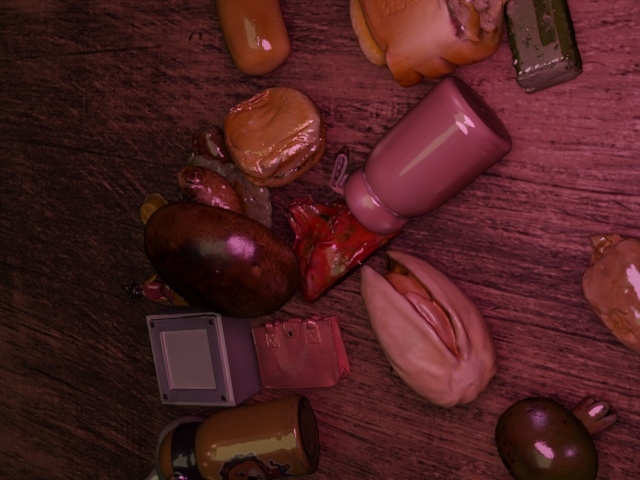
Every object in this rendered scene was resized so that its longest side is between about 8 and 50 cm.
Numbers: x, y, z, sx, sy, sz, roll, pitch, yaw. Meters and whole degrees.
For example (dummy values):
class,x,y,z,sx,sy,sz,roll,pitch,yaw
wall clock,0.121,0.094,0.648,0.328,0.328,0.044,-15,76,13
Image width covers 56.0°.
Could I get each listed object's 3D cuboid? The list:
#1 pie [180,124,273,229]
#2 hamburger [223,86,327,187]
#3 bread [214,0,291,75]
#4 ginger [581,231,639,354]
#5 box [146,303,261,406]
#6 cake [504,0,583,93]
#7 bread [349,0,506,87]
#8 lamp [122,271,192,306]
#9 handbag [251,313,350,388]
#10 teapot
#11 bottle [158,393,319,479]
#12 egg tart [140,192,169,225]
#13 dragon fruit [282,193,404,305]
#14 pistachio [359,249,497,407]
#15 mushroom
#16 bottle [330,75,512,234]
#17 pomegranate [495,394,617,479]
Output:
class,x,y,z,sx,sy,sz,roll,pitch,yaw
pie,-0.213,-0.096,1.363,0.274,0.105,0.257,45,130,16
hamburger,-0.089,-0.213,1.220,0.214,0.108,0.213,-4,67,10
bread,-0.150,-0.458,1.260,0.147,0.098,0.217,-20,87,33
ginger,0.524,0.100,0.964,0.267,0.152,0.138,43,145,11
box,-0.282,0.269,1.441,0.225,0.117,0.224,-7,95,29
cake,0.372,-0.372,1.025,0.100,0.099,0.235,-15,70,30
bread,0.180,-0.422,1.024,0.270,0.211,0.315,-20,81,54
lamp,-0.353,0.103,1.457,0.253,0.118,0.118,-6,96,30
handbag,-0.048,0.248,1.342,0.213,0.059,0.157,-10,94,30
teapot,-0.287,0.576,1.477,0.318,0.149,0.219,26,111,24
bottle,-0.188,0.460,1.336,0.351,0.171,0.171,-16,91,11
egg tart,-0.417,-0.066,1.504,0.105,0.039,0.105,6,102,30
dragon fruit,0.000,0.000,1.234,0.262,0.134,0.211,-46,73,27
pistachio,0.197,0.159,1.129,0.194,0.214,0.318,-29,69,-14
mushroom,-0.201,0.040,1.215,0.239,0.345,0.345,-42,76,-5
bottle,0.167,-0.150,1.089,0.206,0.173,0.297,43,121,-11
pomegranate,0.416,0.361,1.049,0.211,0.179,0.179,-11,93,18
